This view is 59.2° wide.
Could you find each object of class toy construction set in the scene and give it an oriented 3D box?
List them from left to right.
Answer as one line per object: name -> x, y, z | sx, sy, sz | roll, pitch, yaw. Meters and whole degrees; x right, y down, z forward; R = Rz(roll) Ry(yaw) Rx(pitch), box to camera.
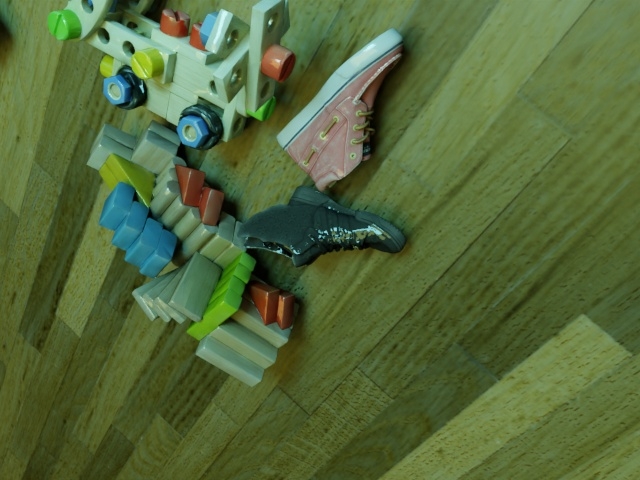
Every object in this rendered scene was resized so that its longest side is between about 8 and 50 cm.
toy construction set -> -0.147, -0.218, 0.573 | 0.327, 0.151, 0.215 | 38, 127, 22

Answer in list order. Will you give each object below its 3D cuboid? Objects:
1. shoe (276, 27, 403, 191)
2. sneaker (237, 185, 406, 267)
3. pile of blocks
shoe -> 0.034, -0.122, 0.561 | 0.081, 0.063, 0.178 | 51, 131, -1
sneaker -> 0.000, -0.001, 0.611 | 0.170, 0.089, 0.051 | 26, 162, 22
pile of blocks -> -0.152, -0.002, 0.661 | 0.362, 0.149, 0.112 | 51, 126, 1
